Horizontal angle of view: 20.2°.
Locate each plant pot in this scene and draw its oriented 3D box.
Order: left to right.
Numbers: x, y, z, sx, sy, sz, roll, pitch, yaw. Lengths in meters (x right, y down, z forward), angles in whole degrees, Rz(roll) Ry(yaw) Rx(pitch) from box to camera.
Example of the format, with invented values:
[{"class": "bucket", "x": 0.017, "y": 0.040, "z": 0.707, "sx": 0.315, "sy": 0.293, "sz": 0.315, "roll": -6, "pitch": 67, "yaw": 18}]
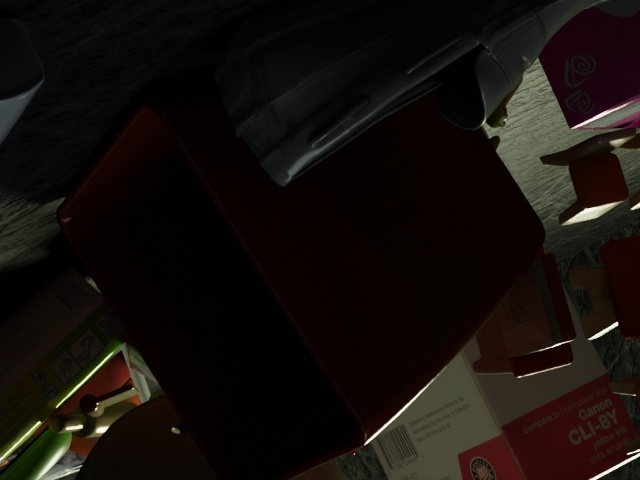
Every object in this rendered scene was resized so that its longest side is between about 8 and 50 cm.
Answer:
[{"class": "plant pot", "x": 0.000, "y": 0.000, "z": 1.319, "sx": 0.236, "sy": 0.267, "sz": 0.267, "roll": -32, "pitch": 177, "yaw": -27}]

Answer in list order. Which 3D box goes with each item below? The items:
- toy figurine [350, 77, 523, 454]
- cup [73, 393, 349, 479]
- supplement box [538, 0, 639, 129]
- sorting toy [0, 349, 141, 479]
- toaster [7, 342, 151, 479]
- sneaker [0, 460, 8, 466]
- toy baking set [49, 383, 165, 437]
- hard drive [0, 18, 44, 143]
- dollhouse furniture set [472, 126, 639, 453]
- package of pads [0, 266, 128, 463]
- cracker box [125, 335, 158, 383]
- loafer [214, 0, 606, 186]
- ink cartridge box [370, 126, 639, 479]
[{"class": "toy figurine", "x": 0.004, "y": -0.024, "z": 1.556, "sx": 0.362, "sy": 0.217, "sz": 0.191, "roll": -68, "pitch": -173, "yaw": -26}, {"class": "cup", "x": -0.090, "y": 0.263, "z": 1.488, "sx": 0.331, "sy": 0.331, "sz": 0.237, "roll": -21, "pitch": 130, "yaw": -20}, {"class": "supplement box", "x": 0.259, "y": -0.160, "z": 1.442, "sx": 0.114, "sy": 0.111, "sz": 0.220, "roll": -26, "pitch": 172, "yaw": 24}, {"class": "sorting toy", "x": -0.239, "y": 0.238, "z": 1.695, "sx": 0.127, "sy": 0.126, "sz": 0.365, "roll": -42, "pitch": -176, "yaw": 27}, {"class": "toaster", "x": -0.287, "y": 0.190, "z": 2.099, "sx": 0.227, "sy": 0.146, "sz": 0.129, "roll": -16, "pitch": 170, "yaw": -47}, {"class": "sneaker", "x": -0.403, "y": 0.224, "z": 2.179, "sx": 0.180, "sy": 0.124, "sz": 0.321, "roll": -28, "pitch": -177, "yaw": 2}, {"class": "toy baking set", "x": -0.122, "y": 0.145, "z": 1.657, "sx": 0.197, "sy": 0.030, "sz": 0.256, "roll": -17, "pitch": 170, "yaw": 22}, {"class": "hard drive", "x": -0.308, "y": -0.012, "z": 1.014, "sx": 0.233, "sy": 0.047, "sz": 0.353, "roll": -20, "pitch": 171, "yaw": -28}, {"class": "dollhouse furniture set", "x": 0.252, "y": 0.039, "z": 1.455, "sx": 0.259, "sy": 0.262, "sz": 0.135, "roll": -12, "pitch": 173, "yaw": -26}, {"class": "package of pads", "x": -0.327, "y": 0.164, "z": 1.712, "sx": 0.229, "sy": 0.101, "sz": 0.296, "roll": -45, "pitch": -177, "yaw": -33}, {"class": "cracker box", "x": -0.120, "y": 0.062, "z": 1.738, "sx": 0.155, "sy": 0.067, "sz": 0.232, "roll": -59, "pitch": 180, "yaw": -11}, {"class": "loafer", "x": 0.089, "y": -0.126, "z": 1.164, "sx": 0.319, "sy": 0.111, "sz": 0.112, "roll": -22, "pitch": 172, "yaw": -13}, {"class": "ink cartridge box", "x": 0.141, "y": 0.108, "z": 1.927, "sx": 0.160, "sy": 0.384, "sz": 0.279, "roll": -23, "pitch": 173, "yaw": -27}]
